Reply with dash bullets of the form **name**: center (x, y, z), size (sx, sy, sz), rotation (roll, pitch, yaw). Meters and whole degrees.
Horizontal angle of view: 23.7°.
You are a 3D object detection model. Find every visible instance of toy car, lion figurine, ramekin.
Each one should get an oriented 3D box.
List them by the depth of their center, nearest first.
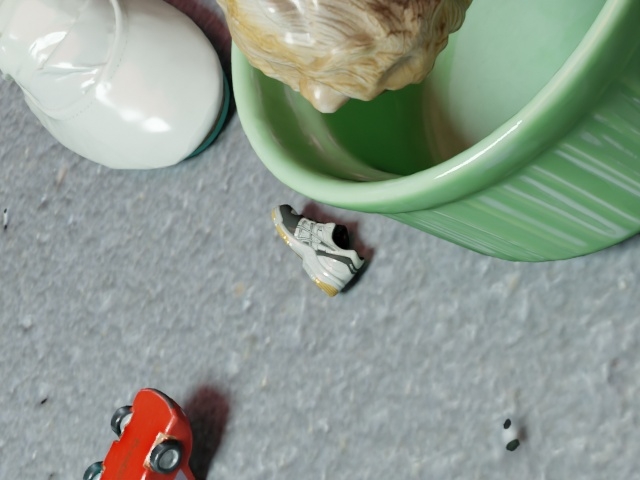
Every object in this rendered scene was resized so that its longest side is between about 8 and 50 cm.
- **lion figurine**: center (0.062, -0.259, 0.713), size (0.392, 0.142, 0.240), rotation (-53, 47, 8)
- **ramekin**: center (0.106, -0.136, 0.822), size (0.303, 0.148, 0.303), rotation (-26, 52, 38)
- **toy car**: center (-0.165, 0.228, 1.008), size (0.225, 0.053, 0.239), rotation (-16, 60, 40)

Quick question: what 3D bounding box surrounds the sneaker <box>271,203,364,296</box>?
- **sneaker**: center (0.000, 0.000, 0.971), size (0.037, 0.032, 0.083), rotation (-42, 50, 4)

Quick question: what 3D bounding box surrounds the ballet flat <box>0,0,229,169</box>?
- **ballet flat**: center (-0.220, -0.170, 1.194), size (0.139, 0.139, 0.400), rotation (-58, 43, 8)
